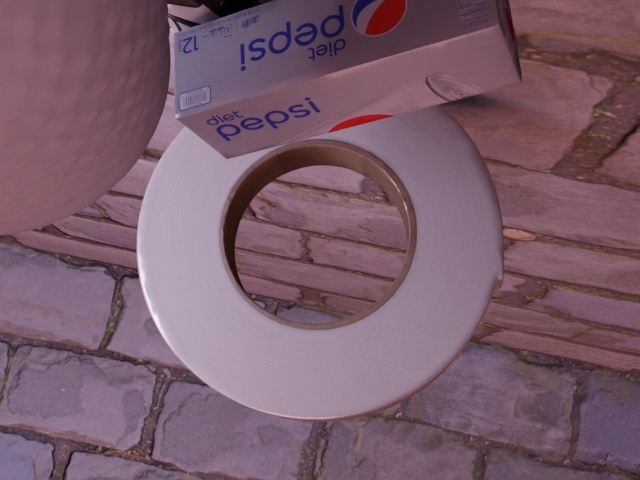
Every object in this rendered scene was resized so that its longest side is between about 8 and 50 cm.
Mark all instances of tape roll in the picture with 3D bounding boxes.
[{"bbox_3d":[0.000,0.000,0.896,0.392,0.392,0.072,10,166,8],"label":"tape roll"}]

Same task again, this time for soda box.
[{"bbox_3d":[0.019,-0.158,0.715,0.286,0.091,0.098,-12,158,19],"label":"soda box"}]

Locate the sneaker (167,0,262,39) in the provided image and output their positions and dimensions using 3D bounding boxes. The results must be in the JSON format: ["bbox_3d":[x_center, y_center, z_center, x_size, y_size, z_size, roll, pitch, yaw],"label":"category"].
[{"bbox_3d":[-0.112,-0.228,0.730,0.234,0.078,0.106,27,162,-39],"label":"sneaker"}]

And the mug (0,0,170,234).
[{"bbox_3d":[-0.271,-0.140,0.461,0.374,0.276,0.328,-27,176,-11],"label":"mug"}]
